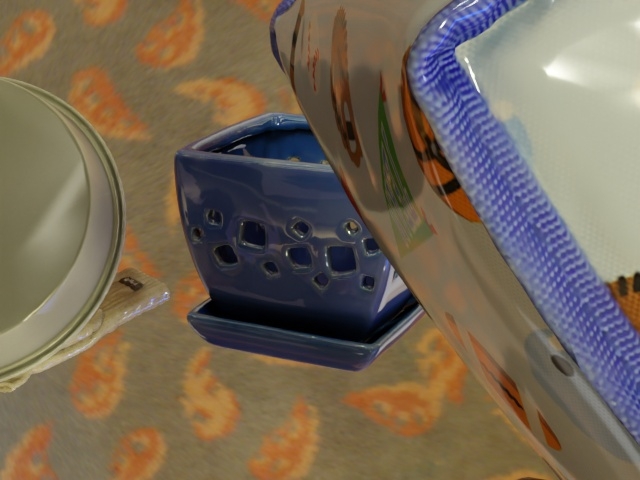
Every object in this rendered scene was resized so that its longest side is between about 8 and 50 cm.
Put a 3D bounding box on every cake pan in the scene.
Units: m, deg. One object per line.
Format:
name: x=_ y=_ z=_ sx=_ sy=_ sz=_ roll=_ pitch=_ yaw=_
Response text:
cake pan: x=-0.315 y=-0.019 z=1.312 sx=0.293 sy=0.054 sz=0.293 roll=-1 pitch=71 yaw=2

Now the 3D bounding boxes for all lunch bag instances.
lunch bag: x=0.168 y=0.036 z=0.516 sx=0.239 sy=0.328 sz=0.385 roll=-36 pitch=103 yaw=0

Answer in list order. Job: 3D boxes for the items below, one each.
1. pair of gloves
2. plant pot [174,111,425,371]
pair of gloves: x=-0.288 y=0.066 z=1.467 sx=0.204 sy=0.240 sz=0.042 roll=-27 pitch=122 yaw=-39
plant pot: x=0.000 y=0.000 z=1.548 sx=0.236 sy=0.236 sz=0.212 roll=9 pitch=106 yaw=19
